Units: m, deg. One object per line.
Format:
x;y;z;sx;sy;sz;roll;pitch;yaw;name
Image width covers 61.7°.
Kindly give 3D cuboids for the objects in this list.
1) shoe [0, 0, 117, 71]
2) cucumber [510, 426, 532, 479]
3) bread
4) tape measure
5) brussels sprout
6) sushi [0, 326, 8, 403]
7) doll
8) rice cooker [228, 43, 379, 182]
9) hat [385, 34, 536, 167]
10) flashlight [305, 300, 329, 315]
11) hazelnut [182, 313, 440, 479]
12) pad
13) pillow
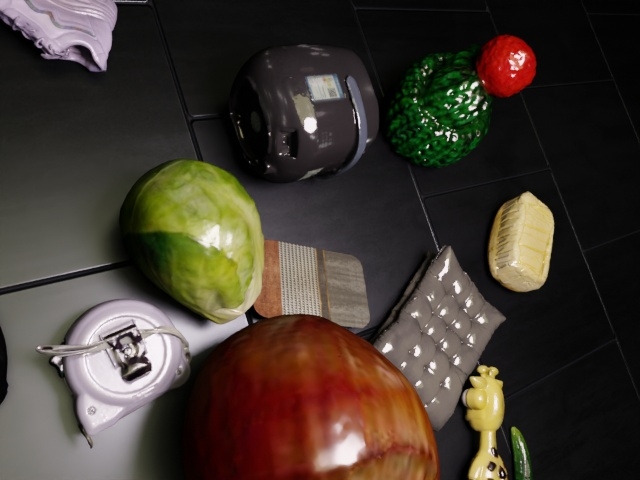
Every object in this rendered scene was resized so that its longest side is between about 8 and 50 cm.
-0.471;-0.368;0.904;0.245;0.095;0.137;4;71;-34;shoe
0.441;0.495;1.170;0.039;0.039;0.167;9;69;-26;cucumber
0.483;0.006;1.302;0.140;0.106;0.236;28;63;-17;bread
-0.307;0.180;0.819;0.196;0.105;0.178;-33;91;-31;tape measure
-0.196;0.003;0.875;0.210;0.220;0.271;-49;121;-40;brussels sprout
-0.546;0.137;0.596;0.328;0.285;0.328;46;59;-10;sushi
0.343;0.409;1.114;0.117;0.086;0.290;16;69;-40;doll
-0.038;-0.234;1.011;0.225;0.267;0.267;-18;84;-31;rice cooker
0.306;-0.329;1.176;0.242;0.332;0.274;19;65;-25;hat
-0.028;0.147;1.023;0.110;0.031;0.052;-28;89;-32;flashlight
-0.009;0.303;0.818;0.421;0.352;0.420;27;29;-16;hazelnut
-0.011;0.004;1.062;0.250;0.055;0.322;10;75;-26;pad
0.238;0.194;1.117;0.228;0.101;0.326;48;61;-9;pillow
